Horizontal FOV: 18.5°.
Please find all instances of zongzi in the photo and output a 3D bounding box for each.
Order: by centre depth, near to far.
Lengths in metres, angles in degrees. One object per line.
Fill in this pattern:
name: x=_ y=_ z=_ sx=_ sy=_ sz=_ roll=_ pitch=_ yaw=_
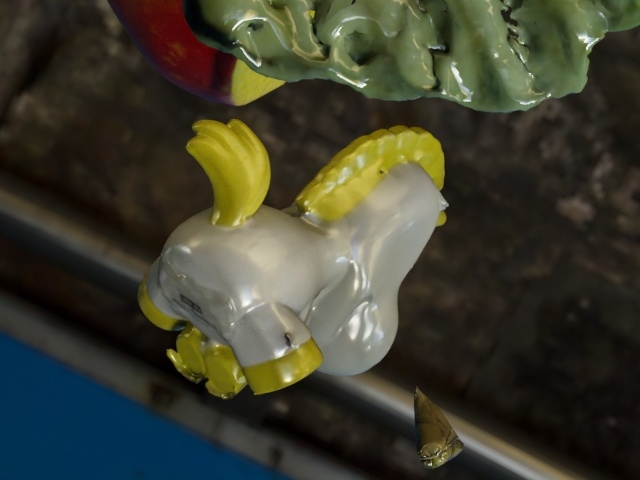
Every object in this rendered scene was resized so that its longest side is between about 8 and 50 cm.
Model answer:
zongzi: x=0.108 y=0.187 z=1.984 sx=0.083 sy=0.040 sz=0.076 roll=64 pitch=-164 yaw=6

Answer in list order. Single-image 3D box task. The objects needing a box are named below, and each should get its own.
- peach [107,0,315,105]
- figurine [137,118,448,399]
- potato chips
peach: x=-0.048 y=-0.255 z=1.537 sx=0.245 sy=0.274 sz=0.248 roll=35 pitch=-141 yaw=-16
figurine: x=0.001 y=0.007 z=0.948 sx=0.178 sy=0.130 sz=0.109 roll=-4 pitch=-160 yaw=-42
potato chips: x=0.081 y=-0.271 z=1.195 sx=0.373 sy=0.389 sz=0.097 roll=-3 pitch=162 yaw=9
